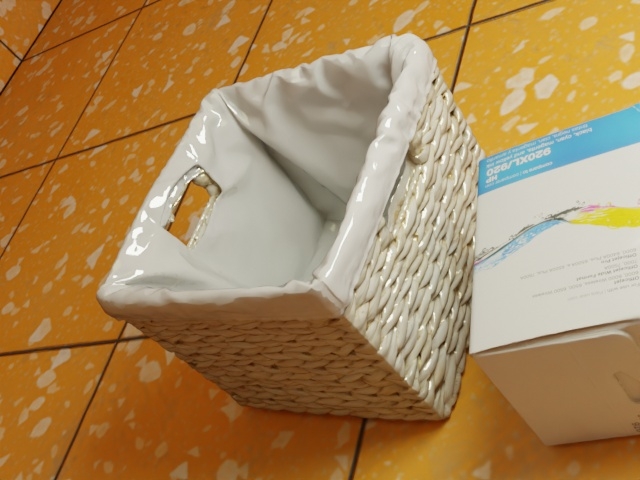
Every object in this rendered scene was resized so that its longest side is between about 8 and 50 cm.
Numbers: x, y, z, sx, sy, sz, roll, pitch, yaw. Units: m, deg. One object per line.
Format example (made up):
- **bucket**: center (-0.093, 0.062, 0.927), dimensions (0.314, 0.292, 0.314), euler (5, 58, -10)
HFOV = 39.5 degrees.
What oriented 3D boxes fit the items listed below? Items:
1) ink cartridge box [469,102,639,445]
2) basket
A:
- **ink cartridge box**: center (0.248, 0.036, 0.804), dimensions (0.168, 0.171, 0.233), euler (-18, 43, 31)
- **basket**: center (0.000, 0.000, 0.992), dimensions (0.331, 0.266, 0.328), euler (-7, 50, 40)
